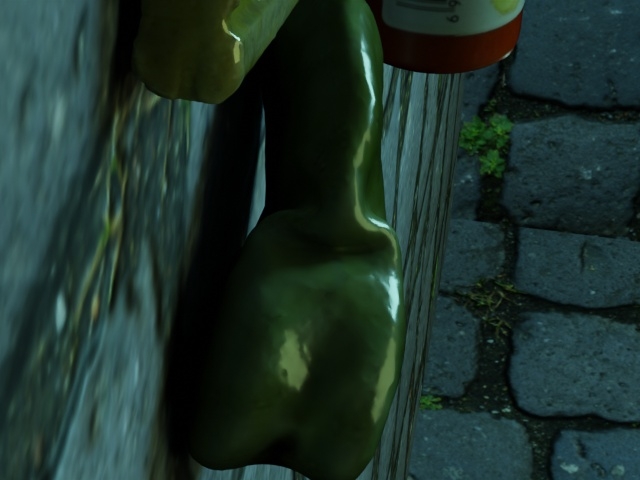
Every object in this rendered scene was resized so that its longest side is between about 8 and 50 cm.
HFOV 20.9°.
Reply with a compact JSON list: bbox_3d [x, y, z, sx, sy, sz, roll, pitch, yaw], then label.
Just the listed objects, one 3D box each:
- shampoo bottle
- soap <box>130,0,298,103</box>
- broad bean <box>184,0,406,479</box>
[{"bbox_3d":[0.070,-0.232,0.926,0.104,0.104,0.278,-75,170,-53],"label":"shampoo bottle"},{"bbox_3d":[-0.016,-0.129,0.563,0.252,0.037,0.092,-70,165,-64],"label":"soap"},{"bbox_3d":[-0.003,-0.001,0.679,0.153,0.072,0.207,111,-11,-59],"label":"broad bean"}]
